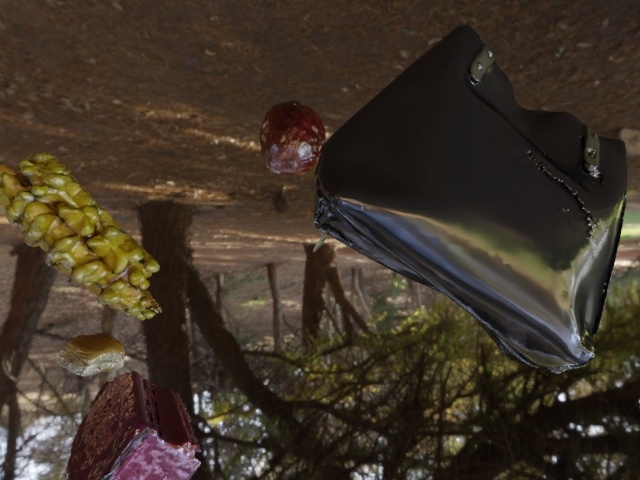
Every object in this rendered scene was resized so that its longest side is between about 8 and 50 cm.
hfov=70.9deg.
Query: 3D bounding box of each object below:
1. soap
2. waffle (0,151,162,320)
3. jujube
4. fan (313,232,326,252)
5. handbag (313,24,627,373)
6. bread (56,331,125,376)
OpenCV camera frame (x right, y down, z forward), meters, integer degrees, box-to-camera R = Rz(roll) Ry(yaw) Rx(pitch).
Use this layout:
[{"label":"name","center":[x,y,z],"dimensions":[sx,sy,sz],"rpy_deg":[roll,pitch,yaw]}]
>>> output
[{"label":"soap","center":[-0.262,0.278,0.615],"dimensions":[0.099,0.162,0.250],"rpy_deg":[37,170,-25]},{"label":"waffle","center":[-0.237,-0.002,0.462],"dimensions":[0.193,0.070,0.197],"rpy_deg":[29,157,42]},{"label":"jujube","center":[-0.075,-0.298,1.287],"dimensions":[0.197,0.197,0.290],"rpy_deg":[-4,-144,8]},{"label":"fan","center":[0.003,-0.001,1.265],"dimensions":[0.003,0.080,0.060],"rpy_deg":[36,-146,13]},{"label":"handbag","center":[0.182,-0.061,0.497],"dimensions":[0.342,0.288,0.152],"rpy_deg":[35,166,-7]},{"label":"bread","center":[-0.531,0.265,1.059],"dimensions":[0.106,0.082,0.125],"rpy_deg":[8,180,27]}]
